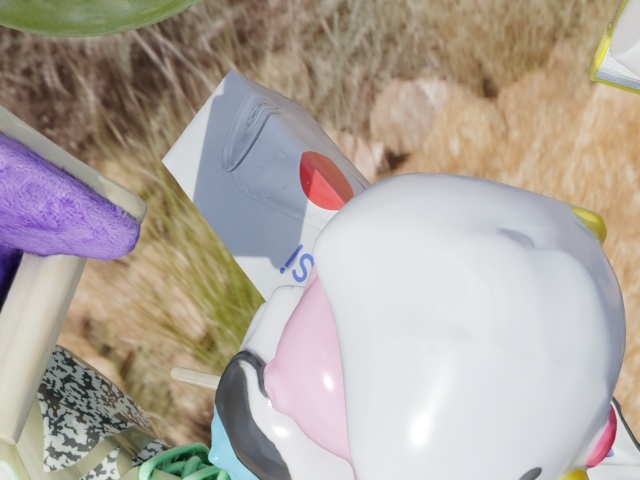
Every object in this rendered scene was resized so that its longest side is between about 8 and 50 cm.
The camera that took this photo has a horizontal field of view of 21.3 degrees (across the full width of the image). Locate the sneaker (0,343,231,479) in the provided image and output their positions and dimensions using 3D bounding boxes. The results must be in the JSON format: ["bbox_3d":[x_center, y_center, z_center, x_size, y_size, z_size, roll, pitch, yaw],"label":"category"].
[{"bbox_3d":[-0.054,0.197,1.156,0.410,0.158,0.182,46,117,11],"label":"sneaker"}]

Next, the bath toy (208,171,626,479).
[{"bbox_3d":[0.035,0.080,0.677,0.151,0.348,0.129,15,74,-5],"label":"bath toy"}]

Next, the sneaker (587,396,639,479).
[{"bbox_3d":[0.254,0.249,1.906,0.315,0.127,0.182,13,58,23],"label":"sneaker"}]

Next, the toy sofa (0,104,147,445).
[{"bbox_3d":[-0.275,-0.027,0.904,0.177,0.362,0.150,0,62,40],"label":"toy sofa"}]

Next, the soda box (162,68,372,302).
[{"bbox_3d":[0.000,0.000,1.250,0.098,0.091,0.286,-50,51,15],"label":"soda box"}]

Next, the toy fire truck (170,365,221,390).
[{"bbox_3d":[-0.032,0.222,1.788,0.158,0.217,0.246,-26,61,0],"label":"toy fire truck"}]

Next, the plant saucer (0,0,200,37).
[{"bbox_3d":[-0.144,-0.229,1.041,0.241,0.241,0.037,-17,48,3],"label":"plant saucer"}]

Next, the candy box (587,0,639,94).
[{"bbox_3d":[0.405,-0.196,1.856,0.205,0.027,0.105,16,114,-12],"label":"candy box"}]

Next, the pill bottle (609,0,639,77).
[{"bbox_3d":[0.407,-0.140,1.497,0.283,0.160,0.160,33,84,-11],"label":"pill bottle"}]
